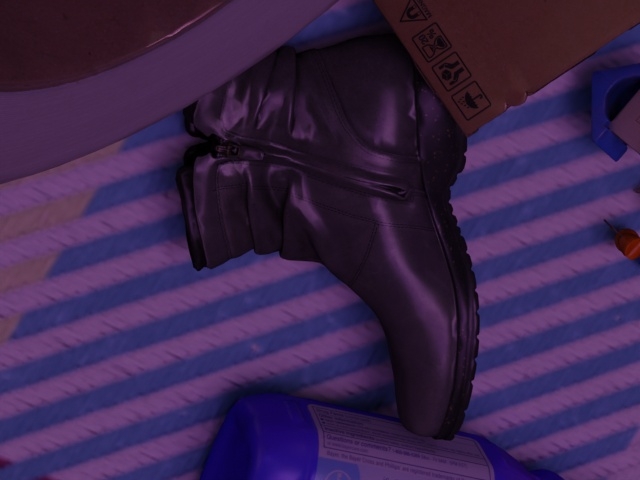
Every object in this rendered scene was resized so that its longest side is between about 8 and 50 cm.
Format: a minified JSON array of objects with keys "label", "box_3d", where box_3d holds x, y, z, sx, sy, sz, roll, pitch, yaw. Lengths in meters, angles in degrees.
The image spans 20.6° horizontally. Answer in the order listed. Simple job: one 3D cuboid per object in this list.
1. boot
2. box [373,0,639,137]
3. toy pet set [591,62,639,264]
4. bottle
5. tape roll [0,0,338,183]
[{"label":"boot","box_3d":[0.000,0.000,0.993,0.161,0.083,0.246,-7,103,-10]},{"label":"box","box_3d":[0.087,-0.180,0.909,0.164,0.021,0.201,-33,94,19]},{"label":"toy pet set","box_3d":[0.197,-0.058,1.049,0.122,0.065,0.114,-50,150,8]},{"label":"bottle","box_3d":[0.068,0.172,1.062,0.283,0.092,0.118,15,111,-22]},{"label":"tape roll","box_3d":[-0.091,-0.154,0.744,0.392,0.392,0.072,-30,75,-5]}]
